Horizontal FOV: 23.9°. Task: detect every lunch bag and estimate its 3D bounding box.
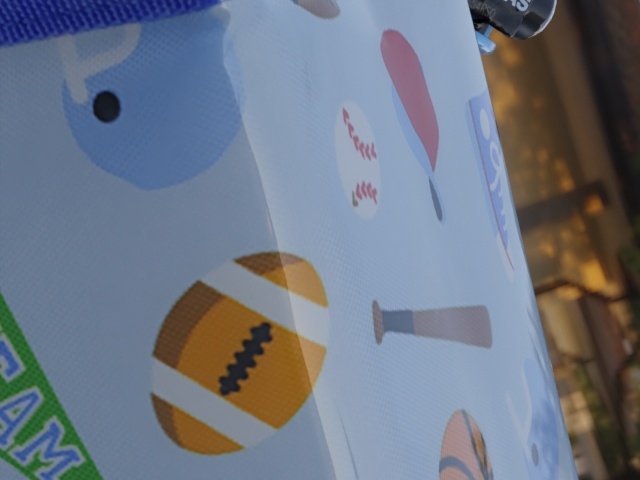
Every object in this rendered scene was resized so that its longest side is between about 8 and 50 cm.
[{"bbox_3d":[-0.121,0.068,0.516,0.239,0.386,0.327,-45,122,-64],"label":"lunch bag"}]

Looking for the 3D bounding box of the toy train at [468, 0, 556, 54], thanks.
[{"bbox_3d":[0.015,-0.138,0.643,0.184,0.080,0.105,24,6,-25],"label":"toy train"}]
